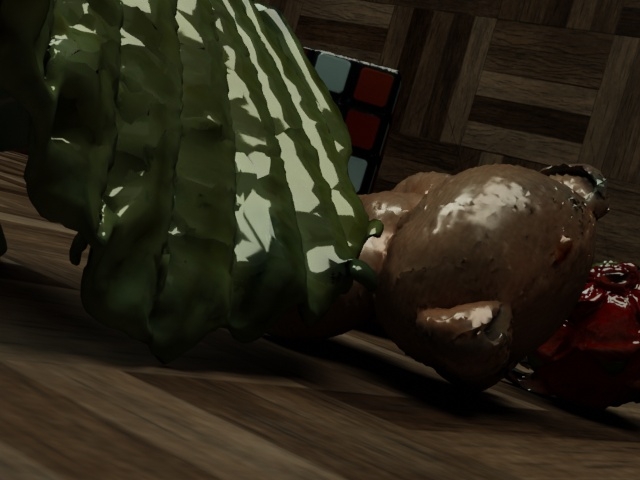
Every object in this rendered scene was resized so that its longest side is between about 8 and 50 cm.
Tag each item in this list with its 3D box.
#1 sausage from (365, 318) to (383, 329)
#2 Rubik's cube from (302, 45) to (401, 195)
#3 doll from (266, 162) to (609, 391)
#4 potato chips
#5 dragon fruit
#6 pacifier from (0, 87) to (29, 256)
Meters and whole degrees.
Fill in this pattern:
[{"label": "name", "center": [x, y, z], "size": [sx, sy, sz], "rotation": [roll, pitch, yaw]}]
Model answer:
[{"label": "sausage", "center": [0.035, 0.023, 1.055], "size": [0.328, 0.112, 0.112], "rotation": [16, 2, 0]}, {"label": "Rubik's cube", "center": [0.001, -0.137, 1.433], "size": [0.162, 0.163, 0.160], "rotation": [17, 0, 4]}, {"label": "doll", "center": [0.055, 0.035, 0.833], "size": [0.303, 0.156, 0.201], "rotation": [-4, 30, 48]}, {"label": "potato chips", "center": [-0.085, -0.120, 0.650], "size": [0.373, 0.097, 0.389], "rotation": [53, 19, -38]}, {"label": "dragon fruit", "center": [0.209, 0.073, 0.902], "size": [0.130, 0.121, 0.142], "rotation": [24, -20, 23]}, {"label": "pacifier", "center": [-0.292, -0.119, 0.703], "size": [0.269, 0.288, 0.343], "rotation": [-18, -15, -18]}]
